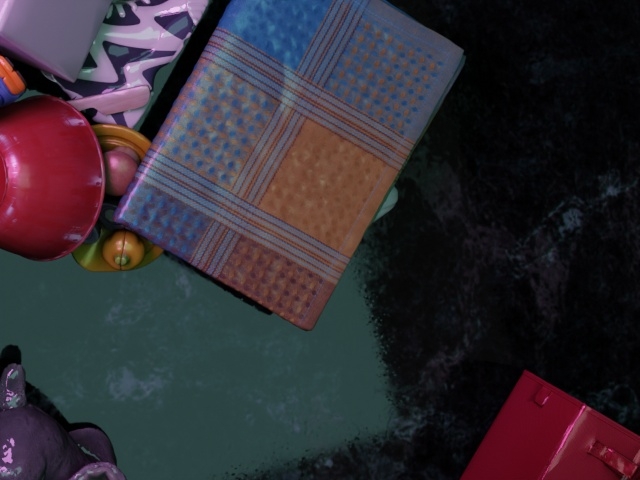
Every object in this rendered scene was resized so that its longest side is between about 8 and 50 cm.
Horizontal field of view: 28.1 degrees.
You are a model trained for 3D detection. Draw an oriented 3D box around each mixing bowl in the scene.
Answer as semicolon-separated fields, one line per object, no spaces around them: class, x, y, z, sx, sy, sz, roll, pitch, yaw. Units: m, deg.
mixing bowl;-0.328;-0.066;1.346;0.098;0.181;0.182;-3;94;-58

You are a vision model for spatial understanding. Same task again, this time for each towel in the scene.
towel;-0.030;-0.119;1.414;0.271;0.040;0.370;31;84;-20

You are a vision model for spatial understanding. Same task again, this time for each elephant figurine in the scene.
elephant figurine;-0.278;0.281;1.413;0.239;0.186;0.169;22;43;-25

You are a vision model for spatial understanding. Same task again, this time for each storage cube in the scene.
storage cube;0.298;0.294;1.520;0.183;0.215;0.193;31;90;-14

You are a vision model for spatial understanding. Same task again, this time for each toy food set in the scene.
toy food set;-0.235;-0.053;1.402;0.128;0.071;0.218;-4;114;4

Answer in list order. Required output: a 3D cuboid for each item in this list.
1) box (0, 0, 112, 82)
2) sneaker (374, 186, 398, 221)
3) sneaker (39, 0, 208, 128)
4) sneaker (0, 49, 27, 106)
box;-0.302;-0.373;1.312;0.215;0.168;0.345;23;86;19
sneaker;0.000;0.000;1.508;0.212;0.080;0.094;-25;117;-14
sneaker;-0.226;-0.254;1.418;0.153;0.094;0.235;30;95;-22
sneaker;-0.391;-0.150;1.318;0.087;0.221;0.083;-44;110;-30
